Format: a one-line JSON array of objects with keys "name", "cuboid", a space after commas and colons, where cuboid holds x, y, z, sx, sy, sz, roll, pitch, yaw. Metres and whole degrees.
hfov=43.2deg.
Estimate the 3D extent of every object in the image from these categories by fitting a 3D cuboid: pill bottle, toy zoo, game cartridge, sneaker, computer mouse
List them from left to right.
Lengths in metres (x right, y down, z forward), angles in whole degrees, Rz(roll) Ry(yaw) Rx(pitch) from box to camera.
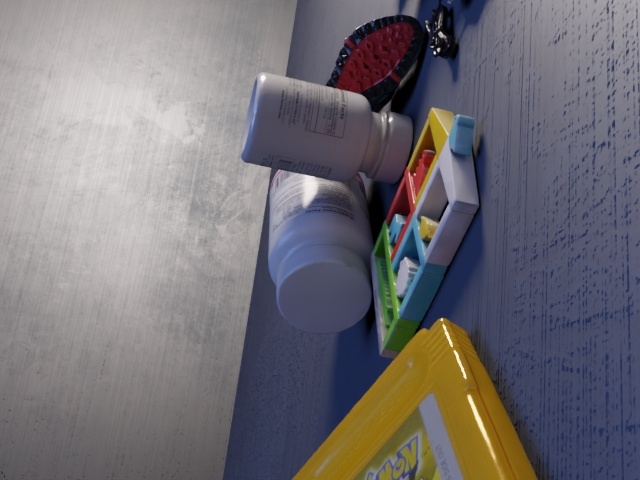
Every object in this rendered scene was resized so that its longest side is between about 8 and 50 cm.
[{"name": "pill bottle", "cuboid": [0.000, 0.000, 1.236, 0.283, 0.160, 0.160, -93, 18, -54]}, {"name": "pill bottle", "cuboid": [0.009, -0.154, 1.164, 0.131, 0.229, 0.131, -169, 90, -79]}, {"name": "sneaker", "cuboid": [0.073, -0.257, 1.262, 0.262, 0.104, 0.125, -46, -3, 38]}, {"name": "game cartridge", "cuboid": [0.062, 0.248, 0.705, 0.285, 0.052, 0.324, -53, 21, 17]}, {"name": "toy zoo", "cuboid": [0.123, -0.024, 0.970, 0.192, 0.030, 0.293, -92, 17, -51]}, {"name": "computer mouse", "cuboid": [0.174, -0.333, 1.013, 0.106, 0.042, 0.193, -85, 6, -54]}]
